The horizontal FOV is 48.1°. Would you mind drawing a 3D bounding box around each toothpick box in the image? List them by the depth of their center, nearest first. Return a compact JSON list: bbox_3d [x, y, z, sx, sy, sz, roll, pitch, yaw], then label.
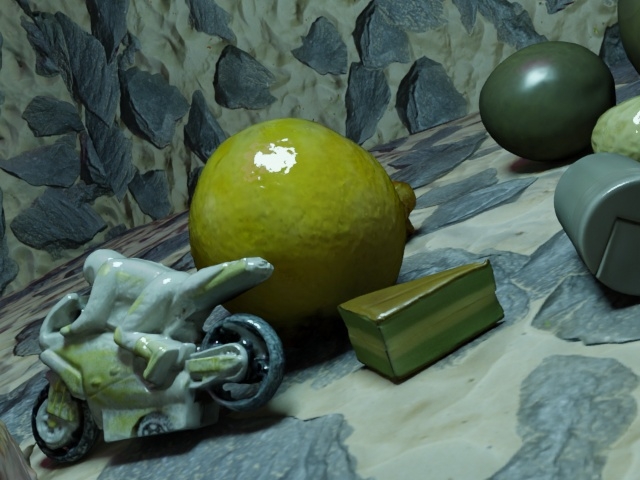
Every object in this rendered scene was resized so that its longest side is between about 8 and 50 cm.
[{"bbox_3d":[0.298,-0.024,0.711,0.111,0.111,0.180,-19,11,14],"label":"toothpick box"}]

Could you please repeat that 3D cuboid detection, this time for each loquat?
[{"bbox_3d":[-0.032,-0.003,0.872,0.275,0.274,0.275,-21,11,4],"label":"loquat"}]

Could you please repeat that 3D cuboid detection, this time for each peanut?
[{"bbox_3d":[0.465,-0.153,1.020,0.141,0.109,0.159,-17,-5,-33],"label":"peanut"}]

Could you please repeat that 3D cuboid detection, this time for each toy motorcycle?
[{"bbox_3d":[-0.191,0.106,0.770,0.341,0.222,0.108,-18,-16,25],"label":"toy motorcycle"}]

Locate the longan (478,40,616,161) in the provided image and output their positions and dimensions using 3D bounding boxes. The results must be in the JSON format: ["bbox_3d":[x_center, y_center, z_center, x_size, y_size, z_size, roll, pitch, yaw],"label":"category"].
[{"bbox_3d":[0.404,-0.248,1.290,0.248,0.248,0.248,-21,11,4],"label":"longan"}]

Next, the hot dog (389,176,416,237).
[{"bbox_3d":[0.000,0.000,1.136,0.349,0.117,0.158,-30,33,-26],"label":"hot dog"}]

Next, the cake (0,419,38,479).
[{"bbox_3d":[-0.400,0.188,0.543,0.314,0.306,0.293,-26,15,-23],"label":"cake"}]

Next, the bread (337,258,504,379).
[{"bbox_3d":[0.102,0.071,0.720,0.139,0.074,0.084,-27,15,-19],"label":"bread"}]

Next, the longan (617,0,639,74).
[{"bbox_3d":[0.645,-0.361,1.085,0.336,0.405,0.404,-61,20,-8],"label":"longan"}]
